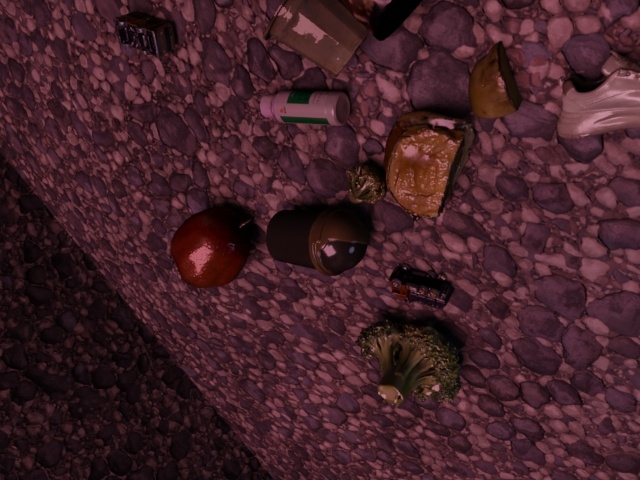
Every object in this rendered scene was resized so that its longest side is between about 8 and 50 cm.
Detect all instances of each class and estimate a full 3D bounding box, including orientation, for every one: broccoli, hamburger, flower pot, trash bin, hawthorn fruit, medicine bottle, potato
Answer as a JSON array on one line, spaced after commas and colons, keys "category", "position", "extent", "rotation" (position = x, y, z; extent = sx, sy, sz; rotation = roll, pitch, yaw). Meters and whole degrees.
[{"category": "broccoli", "position": [0.294, 0.383, 1.815], "extent": [0.375, 0.302, 0.249], "rotation": [34, 101, 16]}, {"category": "hamburger", "position": [0.257, -0.203, 1.427], "extent": [0.211, 0.132, 0.309], "rotation": [26, 137, 18]}, {"category": "flower pot", "position": [0.001, -0.514, 1.331], "extent": [0.202, 0.212, 0.212], "rotation": [34, 141, -13]}, {"category": "trash bin", "position": [0.000, 0.000, 1.746], "extent": [0.333, 0.214, 0.214], "rotation": [5, 128, 39]}, {"category": "broccoli", "position": [0.127, -0.157, 1.579], "extent": [0.130, 0.120, 0.131], "rotation": [45, 165, -14]}, {"category": "hawthorn fruit", "position": [-0.366, 0.008, 2.017], "extent": [0.368, 0.285, 0.285], "rotation": [-37, 99, 26]}, {"category": "medicine bottle", "position": [-0.048, -0.371, 1.548], "extent": [0.259, 0.095, 0.095], "rotation": [9, 130, 30]}, {"category": "potato", "position": [0.370, -0.349, 1.253], "extent": [0.120, 0.081, 0.149], "rotation": [-10, 118, 40]}]

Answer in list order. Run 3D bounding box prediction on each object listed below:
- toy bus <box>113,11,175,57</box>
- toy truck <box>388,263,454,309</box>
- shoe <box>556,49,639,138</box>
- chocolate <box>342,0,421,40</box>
[{"category": "toy bus", "position": [-0.530, -0.628, 1.691], "extent": [0.182, 0.103, 0.091], "rotation": [26, 137, 26]}, {"category": "toy truck", "position": [0.312, 0.147, 1.727], "extent": [0.191, 0.083, 0.092], "rotation": [14, 138, 27]}, {"category": "shoe", "position": [0.611, -0.302, 1.083], "extent": [0.316, 0.124, 0.159], "rotation": [-7, 113, 42]}, {"category": "chocolate", "position": [0.140, -0.599, 1.116], "extent": [0.210, 0.225, 0.340], "rotation": [47, 137, 5]}]
